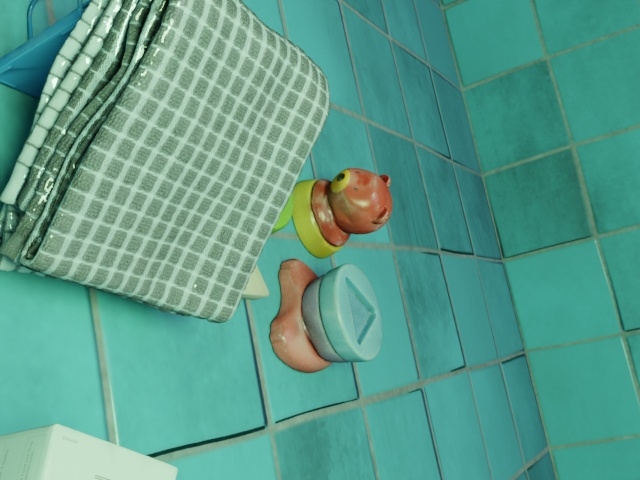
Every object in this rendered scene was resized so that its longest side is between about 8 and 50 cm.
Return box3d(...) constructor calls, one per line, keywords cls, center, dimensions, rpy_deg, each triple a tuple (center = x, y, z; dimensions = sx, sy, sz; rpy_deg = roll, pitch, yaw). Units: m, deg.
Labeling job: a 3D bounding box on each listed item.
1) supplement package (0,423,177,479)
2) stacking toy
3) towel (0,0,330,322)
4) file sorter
box3d(cls="supplement package", center=(-0.192, 0.188, 0.449), dimensions=(0.105, 0.179, 0.105), rpy_deg=(41, 42, -46))
box3d(cls="stacking toy", center=(0.000, 0.000, 0.969), dimensions=(0.279, 0.130, 0.309), rpy_deg=(40, 42, -48))
box3d(cls="towel", center=(-0.126, -0.073, 0.643), dimensions=(0.235, 0.121, 0.284), rpy_deg=(24, 92, -57))
box3d(cls="file sorter", center=(-0.208, -0.191, 0.703), dimensions=(0.170, 0.118, 0.105), rpy_deg=(20, 54, -58))
